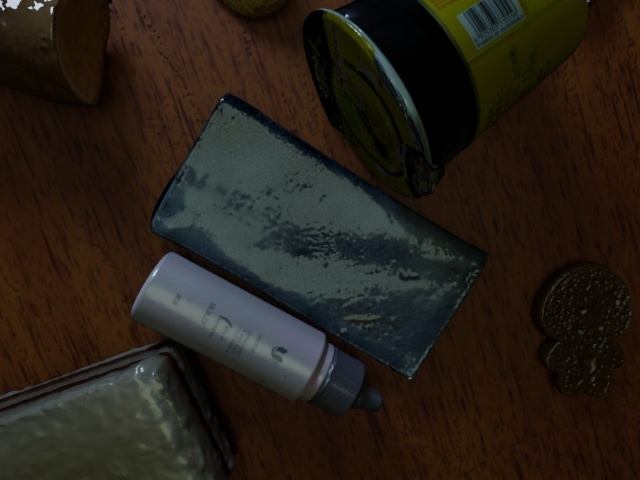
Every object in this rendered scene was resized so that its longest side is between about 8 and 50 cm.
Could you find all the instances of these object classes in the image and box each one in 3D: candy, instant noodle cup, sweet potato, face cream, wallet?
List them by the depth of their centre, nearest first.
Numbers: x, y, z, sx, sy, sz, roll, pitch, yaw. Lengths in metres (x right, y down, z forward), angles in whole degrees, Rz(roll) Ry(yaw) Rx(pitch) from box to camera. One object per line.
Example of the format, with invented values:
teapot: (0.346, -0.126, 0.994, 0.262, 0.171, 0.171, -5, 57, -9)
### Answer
sweet potato: (-0.395, -0.235, 0.503, 0.336, 0.131, 0.131, 12, 96, -6)
instant noodle cup: (0.130, -0.191, 0.505, 0.236, 0.215, 0.216, -34, 98, -6)
candy: (-0.277, 0.245, 0.562, 0.320, 0.135, 0.180, -19, 96, -1)
face cream: (-0.062, 0.124, 0.581, 0.311, 0.092, 0.092, 28, 95, -7)
wallet: (0.000, 0.000, 0.591, 0.378, 0.046, 0.191, 31, 95, -7)

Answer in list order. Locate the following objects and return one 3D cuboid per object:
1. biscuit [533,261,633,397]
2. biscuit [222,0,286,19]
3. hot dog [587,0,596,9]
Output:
biscuit: (0.335, 0.114, 0.632, 0.124, 0.026, 0.175, 0, 97, -2)
biscuit: (-0.121, -0.357, 0.532, 0.247, 0.029, 0.118, 47, 124, -8)
hot dog: (0.319, -0.324, 0.573, 0.049, 0.037, 0.122, 19, 97, -8)
